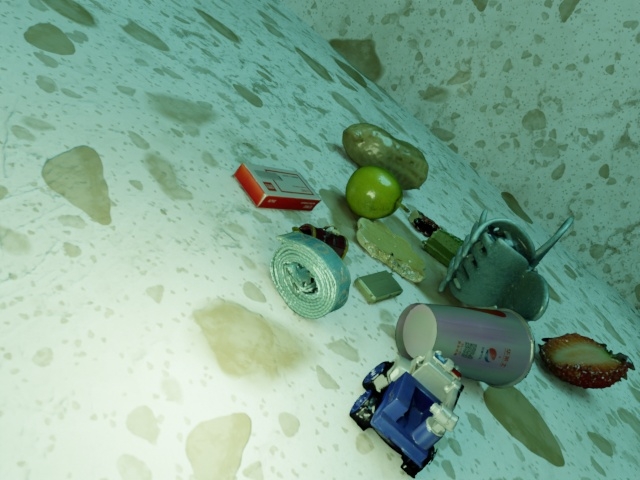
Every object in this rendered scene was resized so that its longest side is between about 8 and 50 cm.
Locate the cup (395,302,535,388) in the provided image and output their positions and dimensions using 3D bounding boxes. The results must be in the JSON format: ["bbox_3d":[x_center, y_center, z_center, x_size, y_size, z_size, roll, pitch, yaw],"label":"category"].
[{"bbox_3d":[0.325,0.231,1.234,0.288,0.203,0.203,14,35,-31],"label":"cup"}]

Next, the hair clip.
[{"bbox_3d":[0.510,0.083,1.534,0.238,0.318,0.392,30,53,9],"label":"hair clip"}]

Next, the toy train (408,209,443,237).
[{"bbox_3d":[0.379,-0.053,1.888,0.138,0.050,0.087,28,25,-25],"label":"toy train"}]

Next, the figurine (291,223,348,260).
[{"bbox_3d":[-0.001,-0.001,1.243,0.154,0.098,0.082,21,36,-40],"label":"figurine"}]

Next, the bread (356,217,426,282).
[{"bbox_3d":[0.205,0.022,1.546,0.251,0.039,0.182,34,26,-13],"label":"bread"}]

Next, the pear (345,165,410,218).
[{"bbox_3d":[0.181,-0.135,1.594,0.216,0.166,0.180,23,-2,22],"label":"pear"}]

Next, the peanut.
[{"bbox_3d":[0.248,-0.321,1.999,0.387,0.169,0.192,27,23,-26],"label":"peanut"}]

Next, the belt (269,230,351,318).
[{"bbox_3d":[-0.024,0.074,1.047,0.163,0.147,0.082,21,18,30],"label":"belt"}]

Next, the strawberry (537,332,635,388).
[{"bbox_3d":[0.808,0.399,1.702,0.306,0.137,0.233,0,20,-18],"label":"strawberry"}]

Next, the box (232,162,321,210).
[{"bbox_3d":[-0.105,-0.134,1.365,0.229,0.050,0.123,0,47,-53],"label":"box"}]

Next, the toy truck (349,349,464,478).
[{"bbox_3d":[0.168,0.281,0.934,0.161,0.177,0.213,41,26,3],"label":"toy truck"}]

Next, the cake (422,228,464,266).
[{"bbox_3d":[0.455,0.052,1.765,0.235,0.100,0.099,26,29,-28],"label":"cake"}]

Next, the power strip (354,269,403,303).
[{"bbox_3d":[0.151,0.116,1.339,0.169,0.028,0.076,-6,51,-54],"label":"power strip"}]
